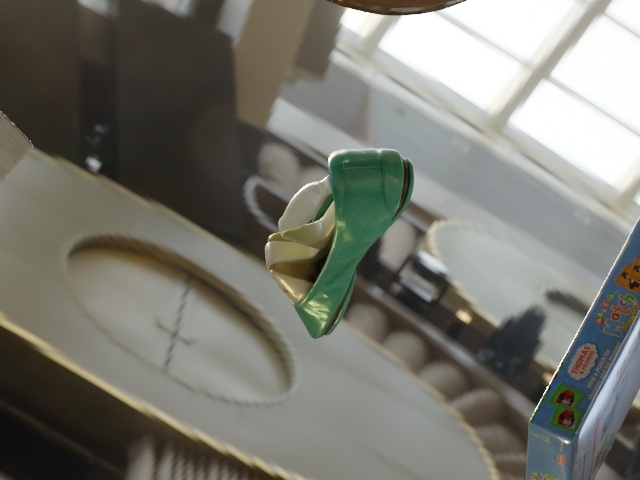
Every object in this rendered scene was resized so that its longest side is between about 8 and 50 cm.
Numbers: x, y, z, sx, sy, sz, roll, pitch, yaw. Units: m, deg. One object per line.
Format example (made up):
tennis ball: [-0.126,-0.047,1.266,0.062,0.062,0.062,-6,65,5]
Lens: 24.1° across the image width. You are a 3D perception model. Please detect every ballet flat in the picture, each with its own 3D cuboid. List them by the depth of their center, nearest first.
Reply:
ballet flat: [0.000,0.000,1.280,0.087,0.247,0.083,9,-126,-15]

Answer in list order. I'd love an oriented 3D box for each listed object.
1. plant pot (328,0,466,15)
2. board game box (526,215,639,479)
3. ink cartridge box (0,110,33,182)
plant pot: [0.064,-0.303,1.043,0.263,0.263,0.229,32,177,-4]
board game box: [0.216,0.106,1.147,0.039,0.160,0.211,22,-123,22]
ink cartridge box: [-0.294,-0.056,1.221,0.029,0.115,0.063,36,170,32]
